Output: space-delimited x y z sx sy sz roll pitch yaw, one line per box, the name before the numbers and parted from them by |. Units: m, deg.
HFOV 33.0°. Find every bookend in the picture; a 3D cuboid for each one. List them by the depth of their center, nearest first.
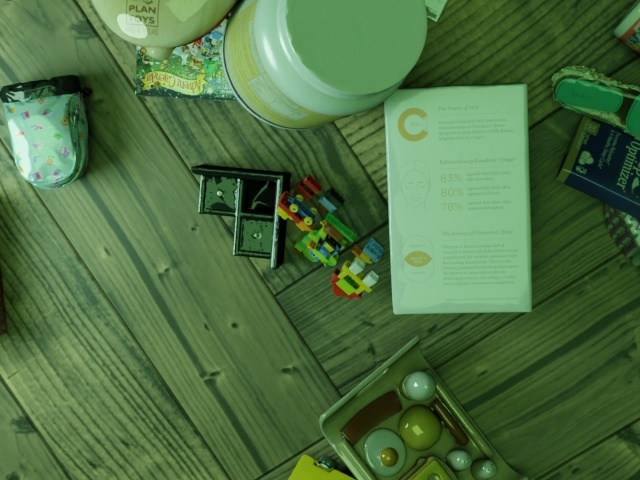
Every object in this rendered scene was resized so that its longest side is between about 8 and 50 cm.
bookend | -0.136 -0.042 1.797 0.157 0.072 0.156 7 98 8

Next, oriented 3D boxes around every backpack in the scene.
backpack | -0.458 -0.177 1.807 0.151 0.115 0.182 -8 98 7

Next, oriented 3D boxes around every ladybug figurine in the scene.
ladybug figurine | -0.214 -0.496 1.681 0.305 0.162 0.450 10 87 18

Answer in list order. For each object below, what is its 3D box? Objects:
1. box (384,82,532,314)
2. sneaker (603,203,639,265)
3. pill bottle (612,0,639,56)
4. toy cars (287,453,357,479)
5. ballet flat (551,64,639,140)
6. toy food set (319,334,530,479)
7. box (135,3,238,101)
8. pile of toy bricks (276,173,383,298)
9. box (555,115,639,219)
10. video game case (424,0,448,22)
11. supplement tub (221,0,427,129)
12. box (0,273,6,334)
box | 0.218 -0.069 1.694 0.214 0.168 0.346 -1 97 9
sneaker | 0.544 0.009 1.700 0.104 0.095 0.236 -35 84 -6
pill bottle | 0.553 -0.297 1.647 0.193 0.108 0.108 40 101 2
toy cars | -0.060 0.472 1.837 0.393 0.087 0.177 -18 55 10
ballet flat | 0.476 -0.216 1.683 0.240 0.077 0.091 26 126 4
toy food set | 0.170 0.336 1.738 0.219 0.092 0.306 -38 90 -21
box | -0.186 -0.311 1.785 0.233 0.044 0.159 4 97 8
pile of toy bricks | 0.000 0.000 1.780 0.212 0.118 0.105 43 130 -15
box | 0.488 -0.098 1.676 0.225 0.136 0.036 27 143 3
video game case | 0.177 -0.424 1.735 0.087 0.011 0.122 28 100 5
supplement tub | 0.000 -0.294 1.587 0.241 0.331 0.241 0 91 -17
box | -0.632 0.048 1.854 0.128 0.122 0.257 -3 96 8
